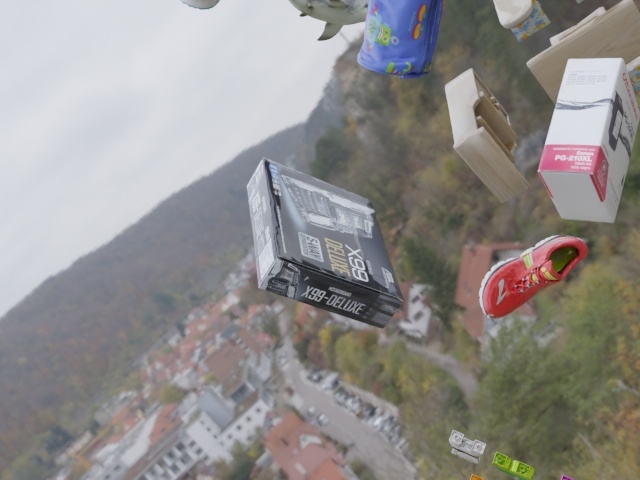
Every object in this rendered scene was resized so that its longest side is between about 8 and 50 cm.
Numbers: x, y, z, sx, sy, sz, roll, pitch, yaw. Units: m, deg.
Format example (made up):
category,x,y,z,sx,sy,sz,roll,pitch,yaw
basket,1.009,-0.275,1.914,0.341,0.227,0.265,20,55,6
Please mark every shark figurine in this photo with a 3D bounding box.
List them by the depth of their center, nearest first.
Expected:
category,x,y,z,sx,sy,sz,roll,pitch,yaw
shark figurine,-0.013,-0.512,1.666,0.166,0.278,0.116,-27,58,46

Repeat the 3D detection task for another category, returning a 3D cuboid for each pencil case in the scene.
category,x,y,z,sx,sy,sz,roll,pitch,yaw
pencil case,0.143,-0.396,1.250,0.119,0.133,0.306,-9,-51,-28

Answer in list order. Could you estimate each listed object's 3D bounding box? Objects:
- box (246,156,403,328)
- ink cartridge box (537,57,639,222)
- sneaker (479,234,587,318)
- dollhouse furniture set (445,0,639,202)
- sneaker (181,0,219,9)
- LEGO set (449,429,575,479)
category,x,y,z,sx,sy,sz,roll,pitch,yaw
box,0.000,0.000,1.451,0.076,0.242,0.307,-57,25,28
ink cartridge box,0.475,-0.176,1.434,0.100,0.172,0.237,6,66,34
sneaker,0.472,0.073,1.811,0.279,0.107,0.118,-37,8,-11
dollhouse furniture set,0.458,-0.297,1.597,0.394,0.362,0.256,-31,33,26
sneaker,-0.154,-0.460,1.230,0.092,0.087,0.229,112,169,-63
LEGO set,0.300,0.401,1.309,0.093,0.227,0.087,90,-154,-56
